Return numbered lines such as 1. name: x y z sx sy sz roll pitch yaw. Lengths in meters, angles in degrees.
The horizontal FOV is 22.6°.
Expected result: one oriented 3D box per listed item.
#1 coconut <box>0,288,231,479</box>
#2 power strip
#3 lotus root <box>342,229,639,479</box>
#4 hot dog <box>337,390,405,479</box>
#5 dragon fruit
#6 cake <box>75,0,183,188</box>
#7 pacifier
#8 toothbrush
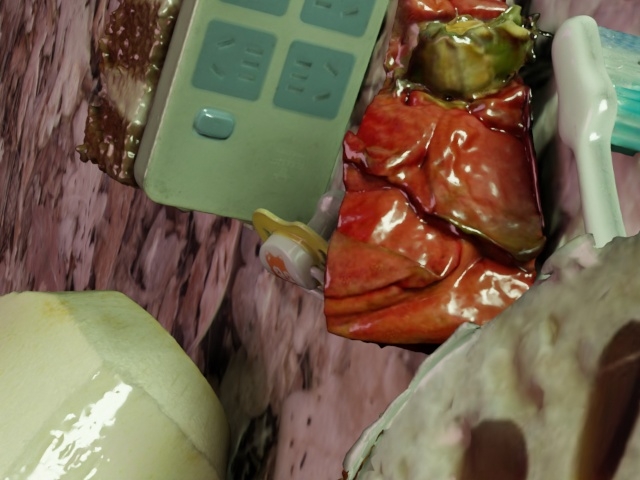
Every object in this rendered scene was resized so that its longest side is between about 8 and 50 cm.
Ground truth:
1. coconut: -0.183 0.152 1.043 0.241 0.241 0.241 -169 90 -68
2. power strip: -0.027 -0.128 0.967 0.046 0.118 0.270 50 126 59
3. lotus root: 0.118 0.145 0.409 0.272 0.192 0.272 -49 29 39
4. hot dog: 0.061 0.135 0.669 0.213 0.103 0.146 127 127 -63
5. dragon fruit: 0.076 -0.034 0.776 0.092 0.122 0.192 0 73 27
6. cake: -0.080 -0.110 1.071 0.135 0.134 0.147 -145 62 -64
7. pacifier: 0.000 0.000 0.948 0.064 0.068 0.083 -49 37 -16
8. toothbrush: 0.129 0.085 0.592 0.042 0.040 0.418 -48 38 49
